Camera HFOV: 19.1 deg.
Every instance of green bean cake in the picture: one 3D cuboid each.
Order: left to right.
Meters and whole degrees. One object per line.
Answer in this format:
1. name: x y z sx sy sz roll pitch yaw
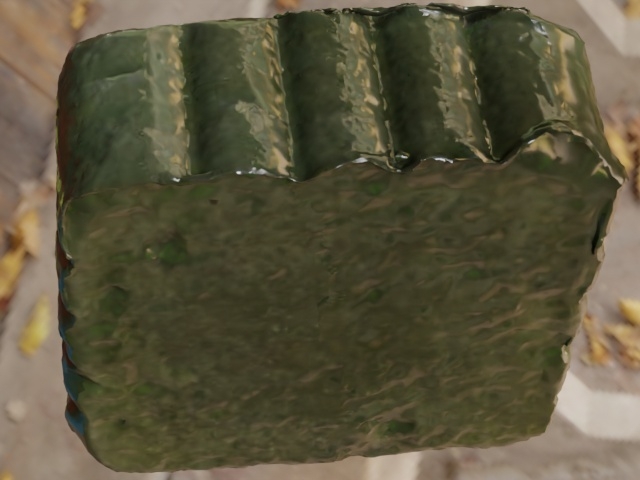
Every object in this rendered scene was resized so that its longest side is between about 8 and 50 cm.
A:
1. green bean cake: 0.000 0.000 0.661 0.183 0.185 0.094 -2 58 -5
